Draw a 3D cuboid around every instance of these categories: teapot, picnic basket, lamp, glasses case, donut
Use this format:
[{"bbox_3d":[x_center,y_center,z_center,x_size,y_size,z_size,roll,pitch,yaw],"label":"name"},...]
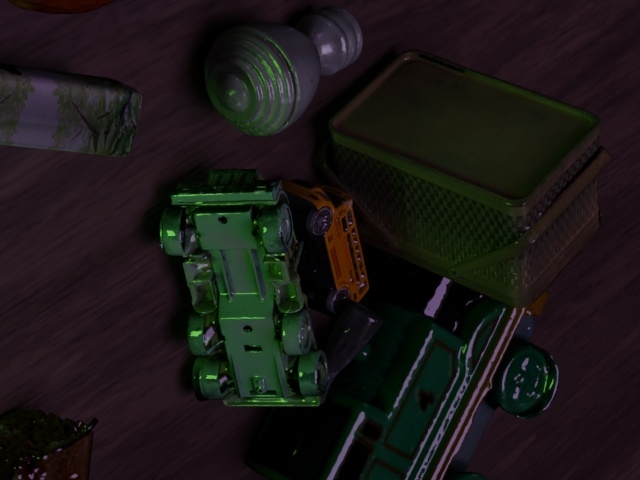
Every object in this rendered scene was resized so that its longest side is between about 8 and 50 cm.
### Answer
[{"bbox_3d":[0.018,0.116,1.958,0.043,0.043,0.110,23,101,-53],"label":"teapot"},{"bbox_3d":[0.144,-0.066,1.947,0.165,0.267,0.139,-45,145,-33],"label":"picnic basket"},{"bbox_3d":[-0.033,-0.167,1.816,0.193,0.106,0.106,-37,134,-48],"label":"lamp"},{"bbox_3d":[-0.270,-0.114,1.543,0.272,0.095,0.062,4,103,-52],"label":"glasses case"},{"bbox_3d":[-0.302,0.236,1.684,0.217,0.085,0.141,-21,123,-44],"label":"donut"}]

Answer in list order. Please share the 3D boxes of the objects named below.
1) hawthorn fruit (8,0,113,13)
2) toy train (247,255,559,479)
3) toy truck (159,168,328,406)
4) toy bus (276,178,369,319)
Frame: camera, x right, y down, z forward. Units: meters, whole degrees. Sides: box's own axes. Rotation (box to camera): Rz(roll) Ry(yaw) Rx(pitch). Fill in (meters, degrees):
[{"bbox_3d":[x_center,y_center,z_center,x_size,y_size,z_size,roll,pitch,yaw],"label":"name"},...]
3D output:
[{"bbox_3d":[-0.204,-0.265,1.475,0.253,0.205,0.205,-58,143,-1],"label":"hawthorn fruit"},{"bbox_3d":[0.085,0.171,2.074,0.249,0.178,0.429,32,82,-42],"label":"toy train"},{"bbox_3d":[-0.068,0.036,1.871,0.135,0.128,0.259,-76,159,-47],"label":"toy truck"},{"bbox_3d":[0.000,0.000,1.955,0.074,0.070,0.162,-42,138,-31],"label":"toy bus"}]
